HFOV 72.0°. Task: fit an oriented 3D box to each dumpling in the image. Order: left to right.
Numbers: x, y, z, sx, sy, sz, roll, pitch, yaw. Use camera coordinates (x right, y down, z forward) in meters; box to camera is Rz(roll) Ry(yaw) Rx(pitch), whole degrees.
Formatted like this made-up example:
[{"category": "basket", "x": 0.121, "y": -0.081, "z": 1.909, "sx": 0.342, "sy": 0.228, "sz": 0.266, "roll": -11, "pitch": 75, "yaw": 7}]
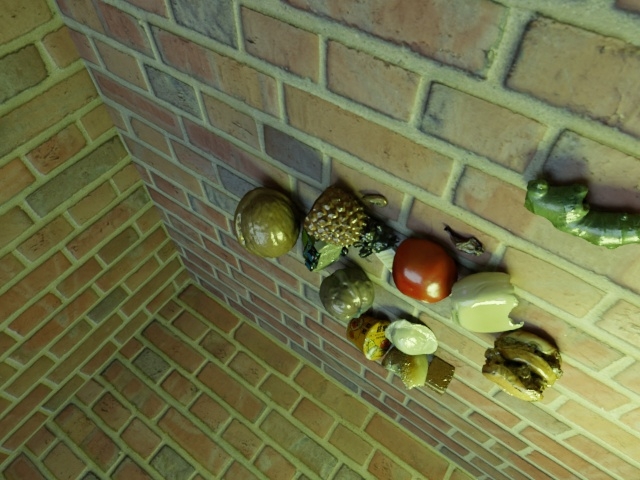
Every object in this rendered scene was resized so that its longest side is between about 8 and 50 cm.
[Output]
[{"category": "dumpling", "x": 0.432, "y": 0.446, "z": 2.058, "sx": 0.252, "sy": 0.131, "sz": 0.179, "roll": 26, "pitch": 126, "yaw": 8}]

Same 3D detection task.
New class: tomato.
[{"category": "tomato", "x": 0.367, "y": 0.114, "z": 1.588, "sx": 0.260, "sy": 0.180, "sz": 0.259, "roll": 28, "pitch": 150, "yaw": 18}]

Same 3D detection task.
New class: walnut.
[{"category": "walnut", "x": -0.236, "y": -0.081, "z": 1.950, "sx": 0.333, "sy": 0.333, "sz": 0.332, "roll": 30, "pitch": 151, "yaw": 19}, {"category": "walnut", "x": 0.120, "y": 0.237, "z": 1.995, "sx": 0.248, "sy": 0.248, "sz": 0.248, "roll": 30, "pitch": 151, "yaw": 19}]

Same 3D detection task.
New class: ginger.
[{"category": "ginger", "x": 0.641, "y": -0.067, "z": 1.083, "sx": 0.290, "sy": 0.089, "sz": 0.137, "roll": 37, "pitch": 134, "yaw": 16}]

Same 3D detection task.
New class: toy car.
[{"category": "toy car", "x": 0.000, "y": 0.000, "z": 1.913, "sx": 0.198, "sy": 0.204, "sz": 0.247, "roll": 56, "pitch": 157, "yaw": 22}]

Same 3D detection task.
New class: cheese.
[{"category": "cheese", "x": 0.568, "y": 0.217, "z": 1.509, "sx": 0.234, "sy": 0.127, "sz": 0.266, "roll": -3, "pitch": 140, "yaw": 16}]

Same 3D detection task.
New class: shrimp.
[{"category": "shrimp", "x": 0.196, "y": -0.141, "z": 1.597, "sx": 0.108, "sy": 0.023, "sz": 0.059, "roll": 11, "pitch": 149, "yaw": 45}]

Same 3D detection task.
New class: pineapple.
[{"category": "pineapple", "x": 0.124, "y": -0.043, "z": 1.665, "sx": 0.358, "sy": 0.222, "sz": 0.223, "roll": 31, "pitch": 153, "yaw": -6}]

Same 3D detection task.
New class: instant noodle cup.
[{"category": "instant noodle cup", "x": 0.245, "y": 0.479, "z": 2.254, "sx": 0.172, "sy": 0.216, "sz": 0.215, "roll": 22, "pitch": 148, "yaw": 49}]

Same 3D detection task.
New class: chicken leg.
[{"category": "chicken leg", "x": 0.470, "y": 0.005, "z": 1.453, "sx": 0.145, "sy": 0.037, "sz": 0.062, "roll": 27, "pitch": 127, "yaw": 24}]

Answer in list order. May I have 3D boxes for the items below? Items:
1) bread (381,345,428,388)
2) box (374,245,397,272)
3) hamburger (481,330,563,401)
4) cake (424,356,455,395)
[{"category": "bread", "x": 0.425, "y": 0.595, "z": 2.168, "sx": 0.171, "sy": 0.191, "sz": 0.314, "roll": 29, "pitch": 180, "yaw": -10}, {"category": "box", "x": 0.328, "y": 0.114, "z": 1.789, "sx": 0.220, "sy": 0.032, "sz": 0.122, "roll": 47, "pitch": 152, "yaw": -11}, {"category": "hamburger", "x": 0.738, "y": 0.464, "z": 1.595, "sx": 0.245, "sy": 0.211, "sz": 0.261, "roll": 44, "pitch": 159, "yaw": -21}, {"category": "cake", "x": 0.582, "y": 0.678, "z": 2.189, "sx": 0.135, "sy": 0.135, "sz": 0.147, "roll": 30, "pitch": 155, "yaw": 19}]
